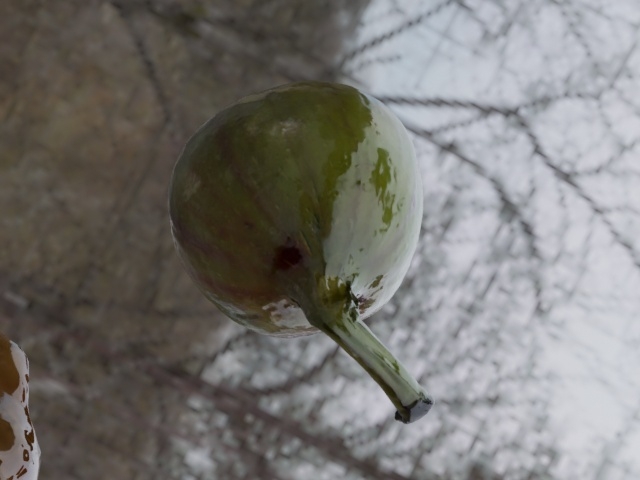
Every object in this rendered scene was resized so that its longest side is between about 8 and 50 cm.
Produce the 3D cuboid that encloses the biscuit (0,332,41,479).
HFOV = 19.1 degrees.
[{"bbox_3d":[-0.207,0.261,0.694,0.343,0.166,0.395,-111,-144,-51],"label":"biscuit"}]

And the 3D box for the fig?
[{"bbox_3d":[-0.014,0.000,1.031,0.186,0.142,0.148,-79,160,-64],"label":"fig"}]
